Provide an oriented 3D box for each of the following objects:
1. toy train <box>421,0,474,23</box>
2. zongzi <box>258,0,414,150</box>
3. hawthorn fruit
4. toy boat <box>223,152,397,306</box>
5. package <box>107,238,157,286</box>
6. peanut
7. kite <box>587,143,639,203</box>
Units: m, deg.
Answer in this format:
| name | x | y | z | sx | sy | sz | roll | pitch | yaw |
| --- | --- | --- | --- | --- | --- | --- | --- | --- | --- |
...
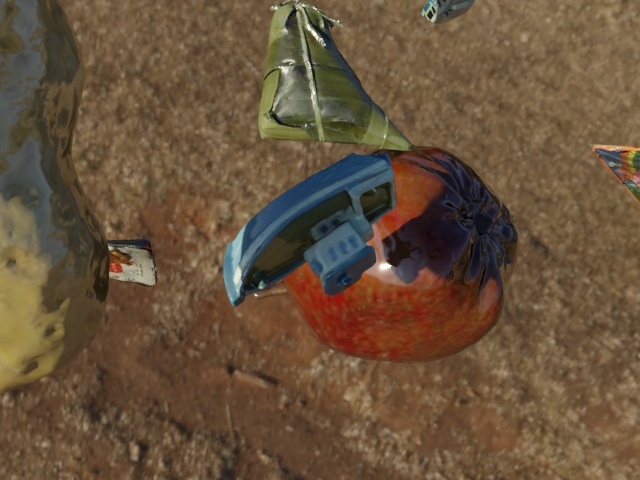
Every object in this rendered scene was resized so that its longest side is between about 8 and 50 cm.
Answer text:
| name | x | y | z | sx | sy | sz | roll | pitch | yaw |
| --- | --- | --- | --- | --- | --- | --- | --- | --- | --- |
| toy train | 0.158 | -0.288 | 1.151 | 0.043 | 0.207 | 0.047 | -19 | 81 | -14 |
| zongzi | 0.016 | -0.125 | 0.789 | 0.119 | 0.055 | 0.109 | 6 | 84 | 4 |
| hawthorn fruit | 0.100 | 0.029 | 1.387 | 0.308 | 0.325 | 0.308 | 18 | 45 | -19 |
| toy boat | 0.000 | 0.000 | 1.033 | 0.215 | 0.088 | 0.102 | -31 | 61 | -9 |
| package | -0.324 | 0.007 | 1.314 | 0.239 | 0.154 | 0.030 | 14 | 71 | 0 |
| peanut | -0.247 | -0.078 | 0.717 | 0.169 | 0.387 | 0.192 | 1 | 20 | 32 |
| kite | 0.347 | -0.049 | 0.972 | 0.233 | 0.321 | 0.016 | 15 | 80 | -12 |
